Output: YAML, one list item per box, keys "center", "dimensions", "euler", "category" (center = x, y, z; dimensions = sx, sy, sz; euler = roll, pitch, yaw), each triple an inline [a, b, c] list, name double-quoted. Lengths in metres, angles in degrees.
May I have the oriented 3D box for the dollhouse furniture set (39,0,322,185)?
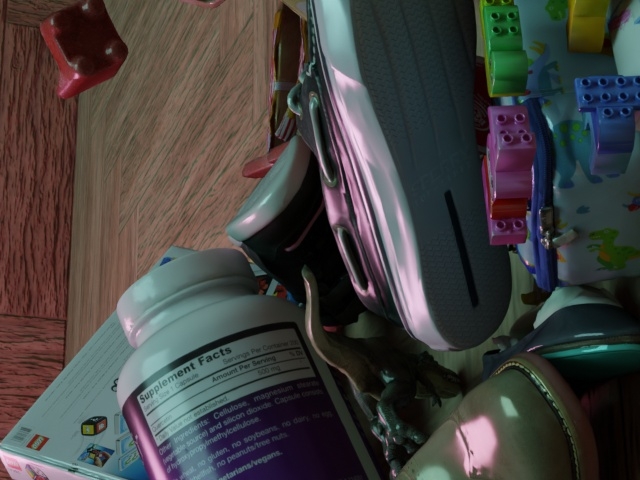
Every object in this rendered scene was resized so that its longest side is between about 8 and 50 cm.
- center: [-0.105, -0.179, 1.414]
  dimensions: [0.152, 0.374, 0.201]
  euler: [162, 115, -66]
  category: "dollhouse furniture set"

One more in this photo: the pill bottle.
- center: [-0.056, 0.175, 1.292]
  dimensions: [0.323, 0.181, 0.181]
  euler: [64, 150, 21]
  category: "pill bottle"

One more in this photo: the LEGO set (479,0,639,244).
- center: [0.127, -0.121, 0.824]
  dimensions: [0.093, 0.087, 0.227]
  euler: [90, 177, -63]
  category: "LEGO set"

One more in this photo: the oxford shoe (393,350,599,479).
- center: [0.082, 0.206, 1.031]
  dimensions: [0.123, 0.130, 0.348]
  euler: [55, 147, 30]
  category: "oxford shoe"

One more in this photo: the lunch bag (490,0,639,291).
- center: [0.154, -0.088, 0.969]
  dimensions: [0.176, 0.090, 0.219]
  euler: [73, -170, -57]
  category: "lunch bag"

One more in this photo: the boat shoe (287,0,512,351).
- center: [0.032, -0.081, 1.007]
  dimensions: [0.119, 0.121, 0.335]
  euler: [9, 118, 44]
  category: "boat shoe"

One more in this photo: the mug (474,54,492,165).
- center: [0.072, -0.066, 1.199]
  dimensions: [0.169, 0.150, 0.113]
  euler: [130, 152, -53]
  category: "mug"

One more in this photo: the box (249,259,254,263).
- center: [-0.062, 0.088, 1.689]
  dimensions: [0.087, 0.058, 0.232]
  euler: [-101, 25, -43]
  category: "box"

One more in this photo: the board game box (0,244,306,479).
- center: [-0.144, 0.131, 1.491]
  dimensions: [0.305, 0.193, 0.053]
  euler: [-52, -39, -38]
  category: "board game box"

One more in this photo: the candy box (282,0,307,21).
- center: [0.098, -0.291, 1.046]
  dimensions: [0.316, 0.087, 0.183]
  euler: [-35, 42, 23]
  category: "candy box"

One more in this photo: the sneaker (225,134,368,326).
- center: [0.000, 0.000, 1.350]
  dimensions: [0.104, 0.147, 0.296]
  euler: [-52, -1, -8]
  category: "sneaker"

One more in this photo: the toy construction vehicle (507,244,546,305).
- center: [0.123, -0.004, 1.107]
  dimensions: [0.035, 0.086, 0.098]
  euler: [145, 130, -59]
  category: "toy construction vehicle"

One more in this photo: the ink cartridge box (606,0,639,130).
- center: [0.218, -0.138, 0.851]
  dimensions: [0.090, 0.092, 0.143]
  euler: [119, 153, -53]
  category: "ink cartridge box"

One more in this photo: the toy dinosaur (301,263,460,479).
- center: [0.046, 0.111, 1.115]
  dimensions: [0.268, 0.064, 0.118]
  euler: [39, -151, -62]
  category: "toy dinosaur"

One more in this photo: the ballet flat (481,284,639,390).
- center: [0.156, 0.067, 1.010]
  dimensions: [0.203, 0.074, 0.074]
  euler: [130, 143, -63]
  category: "ballet flat"
